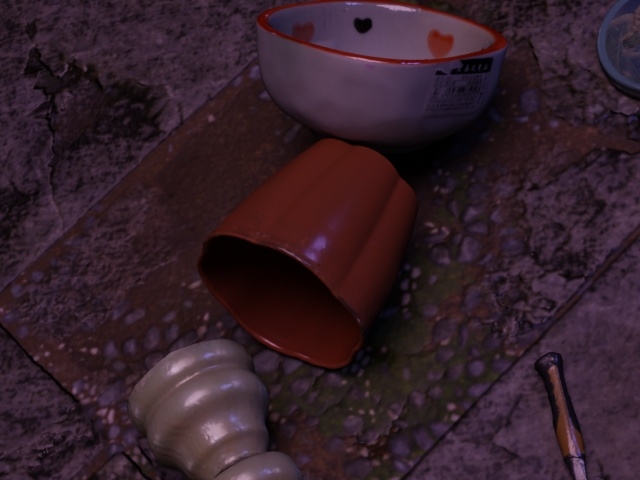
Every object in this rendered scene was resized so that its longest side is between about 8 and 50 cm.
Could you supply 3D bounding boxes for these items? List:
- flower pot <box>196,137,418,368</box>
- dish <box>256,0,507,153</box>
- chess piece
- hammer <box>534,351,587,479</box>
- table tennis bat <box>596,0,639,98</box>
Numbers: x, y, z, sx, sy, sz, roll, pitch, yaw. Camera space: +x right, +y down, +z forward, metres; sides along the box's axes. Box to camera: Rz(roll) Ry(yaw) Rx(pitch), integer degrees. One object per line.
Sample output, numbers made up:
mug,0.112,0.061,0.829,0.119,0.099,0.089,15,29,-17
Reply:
flower pot,0.000,0.000,1.601,0.190,0.190,0.173,17,57,28
dish,0.058,-0.163,1.677,0.256,0.117,0.256,5,22,-2
chess piece,-0.071,0.221,1.516,0.133,0.133,0.243,-32,59,-2
hammer,0.232,0.190,1.482,0.078,0.021,0.201,-15,55,10
table tennis bat,0.400,-0.228,1.687,0.237,0.038,0.149,-24,53,8
